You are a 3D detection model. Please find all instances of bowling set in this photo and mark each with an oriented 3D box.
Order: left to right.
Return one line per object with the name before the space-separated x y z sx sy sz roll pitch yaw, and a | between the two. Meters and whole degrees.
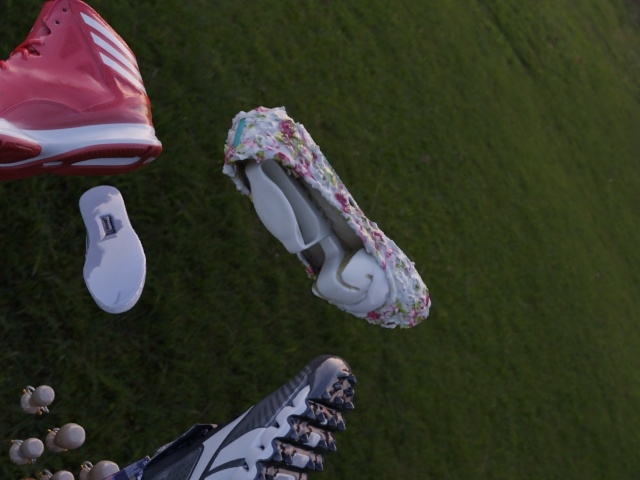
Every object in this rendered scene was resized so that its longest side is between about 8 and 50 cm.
bowling set | -0.590 0.464 1.681 0.200 0.154 0.287 -40 98 -42

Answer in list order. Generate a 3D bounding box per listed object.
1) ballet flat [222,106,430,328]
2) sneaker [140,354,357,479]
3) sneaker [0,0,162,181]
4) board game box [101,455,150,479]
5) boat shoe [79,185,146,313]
ballet flat | 0.000 0.000 0.652 0.241 0.091 0.077 49 35 -16
sneaker | -0.073 0.164 0.575 0.106 0.234 0.078 36 -2 34
sneaker | -0.231 -0.114 0.585 0.221 0.087 0.128 -1 73 -45
board game box | -0.346 0.432 1.304 0.170 0.141 0.048 -24 65 -23
boat shoe | -0.317 0.024 1.235 0.095 0.084 0.258 -10 46 -9
